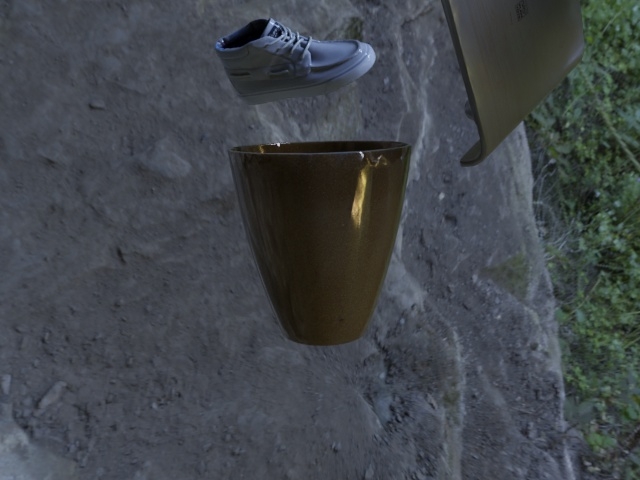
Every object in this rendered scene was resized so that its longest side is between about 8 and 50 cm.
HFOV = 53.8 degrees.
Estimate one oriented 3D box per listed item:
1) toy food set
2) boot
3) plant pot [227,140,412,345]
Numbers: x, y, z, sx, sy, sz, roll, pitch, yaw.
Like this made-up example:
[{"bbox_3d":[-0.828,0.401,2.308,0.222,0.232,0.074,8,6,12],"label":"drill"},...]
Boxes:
[{"bbox_3d":[0.198,-0.271,0.739,0.219,0.306,0.092,-43,38,-22],"label":"toy food set"},{"bbox_3d":[-0.049,-0.304,1.024,0.258,0.123,0.095,-9,49,24],"label":"boot"},{"bbox_3d":[0.000,0.000,0.839,0.236,0.237,0.255,0,103,3],"label":"plant pot"}]
